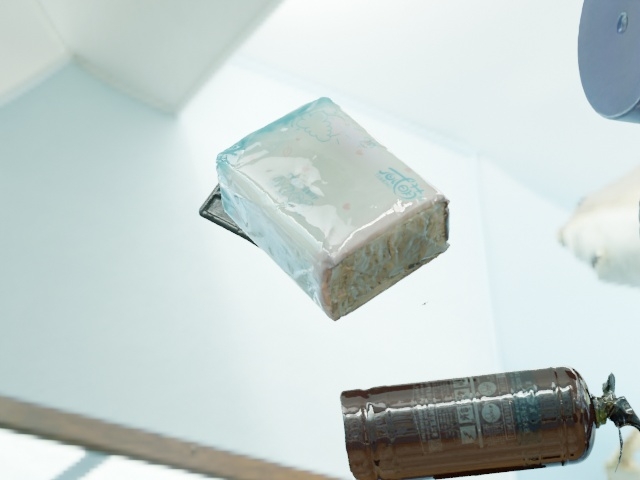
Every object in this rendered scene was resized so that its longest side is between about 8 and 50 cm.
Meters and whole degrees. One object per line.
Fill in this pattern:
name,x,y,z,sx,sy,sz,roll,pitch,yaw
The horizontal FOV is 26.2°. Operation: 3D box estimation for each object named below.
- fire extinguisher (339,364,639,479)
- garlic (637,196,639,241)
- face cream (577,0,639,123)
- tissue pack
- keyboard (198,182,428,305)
fire extinguisher,0.196,0.211,1.533,0.337,0.135,0.114,-8,-32,5
garlic,0.622,-0.073,2.116,0.322,0.241,0.322,-22,-12,-5
face cream,0.481,-0.263,1.758,0.225,0.249,0.249,6,-34,-16
tissue pack,0.012,-0.049,1.756,0.201,0.271,0.124,-33,-40,-17
keyboard,0.002,0.007,2.030,0.381,0.103,0.041,25,-26,20
